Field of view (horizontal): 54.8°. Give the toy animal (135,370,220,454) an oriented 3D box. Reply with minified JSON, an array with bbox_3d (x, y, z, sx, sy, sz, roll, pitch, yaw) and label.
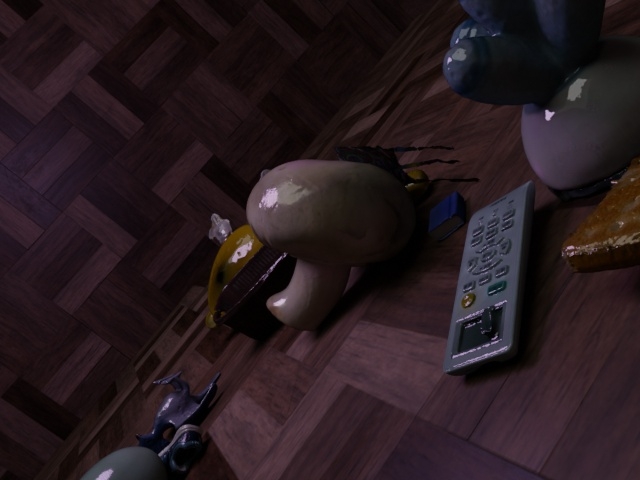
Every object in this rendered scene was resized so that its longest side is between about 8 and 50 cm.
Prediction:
[{"bbox_3d":[-0.338,0.405,1.471,0.256,0.176,0.239,-16,-3,-35],"label":"toy animal"}]

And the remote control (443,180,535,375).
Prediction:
[{"bbox_3d":[0.225,0.041,0.786,0.103,0.051,0.293,-35,23,45],"label":"remote control"}]

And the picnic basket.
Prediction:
[{"bbox_3d":[-0.112,0.105,1.476,0.297,0.129,0.222,-46,15,12],"label":"picnic basket"}]

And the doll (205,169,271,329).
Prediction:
[{"bbox_3d":[-0.183,0.018,1.669,0.423,0.161,0.347,-31,60,31],"label":"doll"}]

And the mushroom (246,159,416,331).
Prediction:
[{"bbox_3d":[0.000,-0.035,1.187,0.356,0.315,0.315,-37,18,39],"label":"mushroom"}]

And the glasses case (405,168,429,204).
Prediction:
[{"bbox_3d":[0.136,-0.069,1.325,0.234,0.064,0.079,-39,25,30],"label":"glasses case"}]

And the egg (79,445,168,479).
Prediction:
[{"bbox_3d":[-0.381,0.495,1.154,0.168,0.168,0.230,-34,17,46],"label":"egg"}]

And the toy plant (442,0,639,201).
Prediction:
[{"bbox_3d":[0.286,-0.245,0.790,0.247,0.332,0.247,-45,12,12],"label":"toy plant"}]

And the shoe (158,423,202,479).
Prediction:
[{"bbox_3d":[-0.287,0.442,1.253,0.143,0.064,0.071,-52,32,7],"label":"shoe"}]

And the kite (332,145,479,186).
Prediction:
[{"bbox_3d":[0.160,-0.141,1.179,0.286,0.152,0.015,4,60,45],"label":"kite"}]

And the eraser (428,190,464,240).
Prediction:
[{"bbox_3d":[0.219,-0.042,1.071,0.063,0.027,0.084,-39,16,29],"label":"eraser"}]

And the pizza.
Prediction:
[{"bbox_3d":[0.343,-0.037,0.622,0.188,0.062,0.199,-20,23,39],"label":"pizza"}]
